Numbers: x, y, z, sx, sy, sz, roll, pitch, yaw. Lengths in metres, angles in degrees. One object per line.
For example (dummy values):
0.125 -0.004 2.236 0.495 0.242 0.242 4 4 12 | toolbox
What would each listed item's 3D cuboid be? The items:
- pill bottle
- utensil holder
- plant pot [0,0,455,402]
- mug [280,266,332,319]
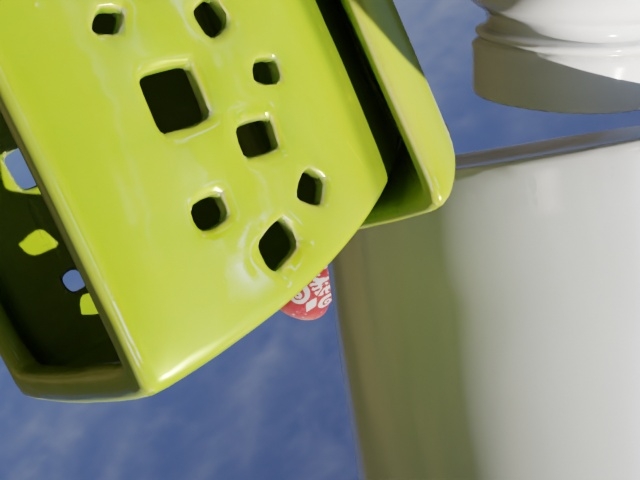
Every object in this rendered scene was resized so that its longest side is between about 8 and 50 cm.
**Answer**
0.182 -0.241 0.831 0.160 0.283 0.160 2 -161 -1 | pill bottle
0.173 0.122 0.880 0.327 0.386 0.327 -10 -175 1 | utensil holder
-0.080 -0.066 0.582 0.207 0.227 0.228 -27 -173 -26 | plant pot
-0.006 0.003 1.649 0.113 0.150 0.169 -9 149 -43 | mug
